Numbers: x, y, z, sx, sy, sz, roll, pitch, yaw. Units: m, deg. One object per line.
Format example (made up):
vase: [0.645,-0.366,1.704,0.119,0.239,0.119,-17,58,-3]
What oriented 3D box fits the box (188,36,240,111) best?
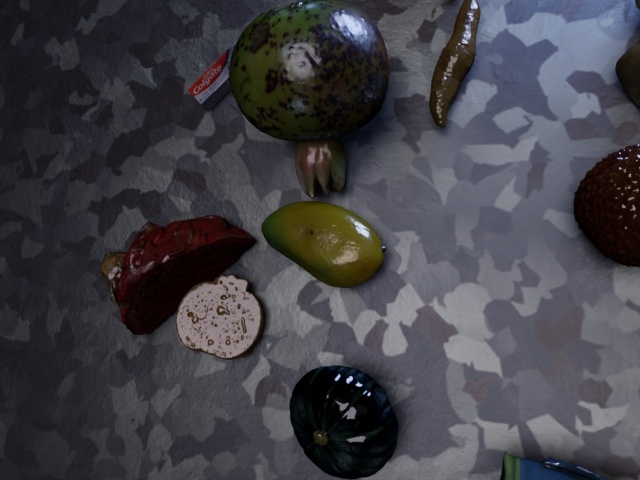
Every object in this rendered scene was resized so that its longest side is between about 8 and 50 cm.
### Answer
box: [-0.181,-0.368,1.145,0.218,0.039,0.055,-42,73,8]

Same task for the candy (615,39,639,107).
candy: [0.571,-0.224,0.843,0.104,0.102,0.234,-33,75,10]

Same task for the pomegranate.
pomegranate: [-0.004,-0.243,0.976,0.285,0.285,0.340,-1,114,18]

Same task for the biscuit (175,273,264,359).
biscuit: [-0.188,0.144,1.056,0.170,0.050,0.170,-1,79,3]

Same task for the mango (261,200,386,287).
mango: [0.005,-0.005,1.000,0.237,0.091,0.137,34,87,20]

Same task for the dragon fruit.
dragon fruit: [-0.309,0.028,1.036,0.317,0.205,0.152,-39,71,8]

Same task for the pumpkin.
pumpkin: [0.035,0.301,0.909,0.194,0.150,0.194,-7,76,28]

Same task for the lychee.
lychee: [0.476,-0.054,0.809,0.194,0.194,0.194,-3,80,18]

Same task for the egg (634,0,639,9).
egg: [0.584,-0.437,0.842,0.164,0.164,0.201,48,121,19]

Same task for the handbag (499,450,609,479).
handbag: [0.348,0.433,0.726,0.241,0.263,0.222,9,109,16]

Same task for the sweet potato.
sweet potato: [0.247,-0.333,0.990,0.067,0.067,0.274,15,80,20]
